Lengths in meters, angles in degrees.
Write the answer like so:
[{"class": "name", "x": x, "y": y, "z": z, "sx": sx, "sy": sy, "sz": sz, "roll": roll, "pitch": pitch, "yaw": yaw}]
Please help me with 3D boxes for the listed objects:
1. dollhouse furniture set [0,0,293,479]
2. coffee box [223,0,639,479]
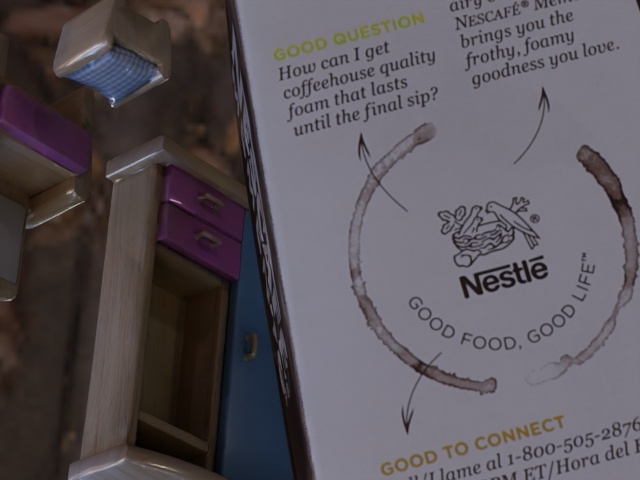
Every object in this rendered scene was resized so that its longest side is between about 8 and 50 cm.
[{"class": "dollhouse furniture set", "x": 0.000, "y": 0.000, "z": 0.989, "sx": 0.303, "sy": 0.198, "sz": 0.286, "roll": -23, "pitch": 141, "yaw": 36}, {"class": "coffee box", "x": 0.056, "y": 0.076, "z": 0.497, "sx": 0.119, "sy": 0.297, "sz": 0.168, "roll": -9, "pitch": 165, "yaw": -2}]
